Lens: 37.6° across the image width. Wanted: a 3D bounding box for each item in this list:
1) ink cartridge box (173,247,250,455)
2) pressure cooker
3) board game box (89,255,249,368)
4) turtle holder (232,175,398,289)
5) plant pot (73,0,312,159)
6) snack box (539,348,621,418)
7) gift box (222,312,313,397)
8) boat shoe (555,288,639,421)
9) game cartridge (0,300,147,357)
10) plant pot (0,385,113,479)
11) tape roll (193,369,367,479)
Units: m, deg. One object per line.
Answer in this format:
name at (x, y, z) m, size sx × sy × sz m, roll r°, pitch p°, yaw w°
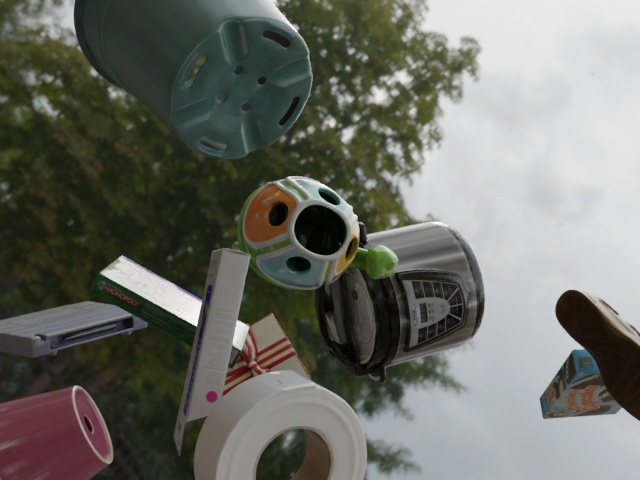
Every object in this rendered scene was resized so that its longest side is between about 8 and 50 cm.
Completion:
ink cartridge box at (-0.203, 0.200, 1.726) m, size 0.069 × 0.371 × 0.176 m, roll 14°, pitch -4°, yaw -11°
pressure cooker at (0.183, 0.159, 2.536) m, size 0.375 × 0.420 × 0.370 m, roll 108°, pitch -36°, yaw -49°
board game box at (-0.300, 0.142, 1.928) m, size 0.317 × 0.046 × 0.213 m, roll 29°, pitch 8°, yaw -4°
turtle holder at (-0.017, 0.008, 1.997) m, size 0.320 × 0.243 × 0.227 m, roll 51°, pitch -18°, yaw -12°
plant pot at (-0.198, -0.327, 1.595) m, size 0.334 × 0.341 × 0.341 m, roll 49°, pitch -14°, yaw 41°
snack box at (0.636, 0.332, 2.174) m, size 0.322 × 0.187 × 0.060 m, roll 93°, pitch -6°, yaw -61°
gift box at (-0.166, 0.380, 2.452) m, size 0.255 × 0.276 × 0.258 m, roll 51°, pitch -11°, yaw 26°
boat shoe at (0.626, 0.231, 1.927) m, size 0.121 × 0.110 × 0.341 m, roll -54°, pitch -129°, yaw 31°
game cartridge at (-0.621, 0.211, 2.254) m, size 0.230 × 0.355 × 0.068 m, roll 0°, pitch -83°, yaw 35°
plant pot at (-0.417, 0.311, 1.395) m, size 0.201 × 0.180 × 0.201 m, roll 155°, pitch -90°, yaw -88°
tape roll at (-0.065, 0.368, 1.584) m, size 0.286 × 0.286 × 0.100 m, roll 57°, pitch -19°, yaw -22°
